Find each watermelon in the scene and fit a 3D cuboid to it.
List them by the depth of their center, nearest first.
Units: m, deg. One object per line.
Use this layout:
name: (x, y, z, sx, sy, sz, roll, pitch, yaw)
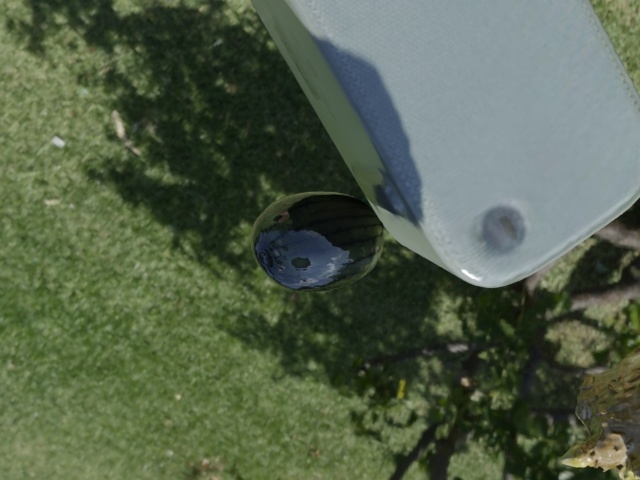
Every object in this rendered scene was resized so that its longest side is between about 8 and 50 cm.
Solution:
watermelon: (0.000, 0.000, 0.687, 0.110, 0.078, 0.078, -4, 148, -27)

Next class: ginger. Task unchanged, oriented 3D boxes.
ginger: (0.315, 0.160, 0.801, 0.216, 0.157, 0.102, -21, 140, -1)

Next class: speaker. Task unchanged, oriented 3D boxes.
speaker: (0.053, -0.174, 0.652, 0.406, 0.183, 0.184, 58, 173, -12)
